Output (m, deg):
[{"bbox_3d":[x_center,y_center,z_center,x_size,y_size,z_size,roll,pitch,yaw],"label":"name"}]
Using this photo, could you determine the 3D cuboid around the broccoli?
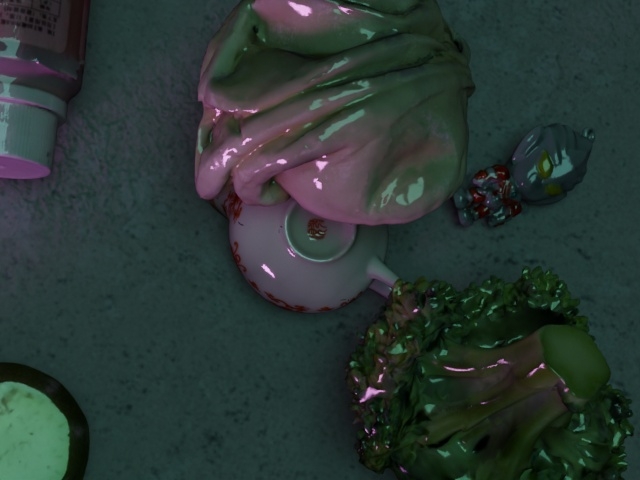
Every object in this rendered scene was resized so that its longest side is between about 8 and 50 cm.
[{"bbox_3d":[0.165,0.147,1.119,0.288,0.259,0.235,-1,37,-28],"label":"broccoli"}]

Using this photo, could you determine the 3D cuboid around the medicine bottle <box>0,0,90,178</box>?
[{"bbox_3d":[-0.297,-0.189,1.120,0.147,0.147,0.247,6,80,-10],"label":"medicine bottle"}]

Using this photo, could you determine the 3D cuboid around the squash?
[{"bbox_3d":[-0.294,0.193,1.076,0.170,0.123,0.170,3,80,-17],"label":"squash"}]

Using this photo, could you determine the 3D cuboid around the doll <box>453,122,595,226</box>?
[{"bbox_3d":[0.222,-0.070,1.244,0.180,0.079,0.094,-29,116,-8],"label":"doll"}]

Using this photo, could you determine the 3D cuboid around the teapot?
[{"bbox_3d":[0.000,0.000,1.177,0.245,0.116,0.159,40,65,-9],"label":"teapot"}]

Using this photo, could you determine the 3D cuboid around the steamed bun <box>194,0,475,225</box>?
[{"bbox_3d":[0.017,-0.161,1.097,0.268,0.207,0.280,3,37,3],"label":"steamed bun"}]
